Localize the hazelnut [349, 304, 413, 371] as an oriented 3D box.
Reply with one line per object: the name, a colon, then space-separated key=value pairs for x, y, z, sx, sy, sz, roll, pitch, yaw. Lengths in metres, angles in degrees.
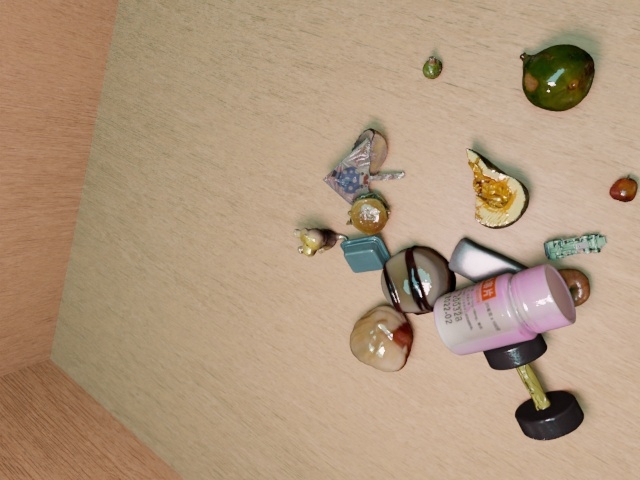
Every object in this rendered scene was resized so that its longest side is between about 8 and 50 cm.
hazelnut: x=0.240 y=0.392 z=1.703 sx=0.261 sy=0.241 sz=0.261 roll=-8 pitch=66 yaw=18

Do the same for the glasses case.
glasses case: x=0.620 y=0.112 z=1.534 sx=0.323 sy=0.074 sz=0.131 roll=28 pitch=110 yaw=21

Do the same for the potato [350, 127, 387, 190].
potato: x=0.187 y=-0.326 z=1.704 sx=0.120 sy=0.100 sz=0.261 roll=-111 pitch=34 yaw=-46

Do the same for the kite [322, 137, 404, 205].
kite: x=0.165 y=-0.235 z=1.677 sx=0.314 sy=0.012 sz=0.336 roll=-1 pitch=125 yaw=5

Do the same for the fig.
fig: x=0.720 y=-0.520 z=1.354 sx=0.195 sy=0.195 sz=0.245 roll=-42 pitch=43 yaw=25

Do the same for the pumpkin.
pumpkin: x=0.567 y=-0.163 z=1.490 sx=0.280 sy=0.139 sz=0.190 roll=42 pitch=113 yaw=18

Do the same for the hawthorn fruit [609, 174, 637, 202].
hawthorn fruit: x=0.936 y=-0.155 z=1.340 sx=0.077 sy=0.077 sz=0.077 roll=4 pitch=99 yaw=27

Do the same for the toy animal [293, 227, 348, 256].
toy animal: x=-0.017 y=0.002 z=1.767 sx=0.168 sy=0.233 sz=0.121 roll=-8 pitch=88 yaw=36

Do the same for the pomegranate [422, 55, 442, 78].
pomegranate: x=0.401 y=-0.618 z=1.544 sx=0.073 sy=0.073 sz=0.085 roll=34 pitch=141 yaw=19

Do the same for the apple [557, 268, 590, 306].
apple: x=0.811 y=0.155 z=1.423 sx=0.125 sy=0.102 sz=0.126 roll=1 pitch=94 yaw=12

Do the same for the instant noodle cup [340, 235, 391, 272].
instant noodle cup: x=0.174 y=0.064 z=1.718 sx=0.179 sy=0.070 sz=0.157 roll=-10 pitch=130 yaw=29

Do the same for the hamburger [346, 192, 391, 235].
hamburger: x=0.178 y=-0.097 z=1.681 sx=0.184 sy=0.131 sz=0.159 roll=-24 pitch=108 yaw=24

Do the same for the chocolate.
chocolate: x=0.347 y=0.162 z=1.619 sx=0.283 sy=0.186 sz=0.284 roll=4 pitch=100 yaw=26

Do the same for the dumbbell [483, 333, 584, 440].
dumbbell: x=0.711 y=0.474 z=1.465 sx=0.203 sy=0.203 sz=0.323 roll=-29 pitch=84 yaw=27

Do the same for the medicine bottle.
medicine bottle: x=0.583 y=0.227 z=1.407 sx=0.388 sy=0.219 sz=0.219 roll=-30 pitch=83 yaw=41

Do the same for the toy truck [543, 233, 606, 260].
toy truck: x=0.828 y=0.016 z=1.426 sx=0.175 sy=0.081 sz=0.067 roll=-12 pitch=92 yaw=9
